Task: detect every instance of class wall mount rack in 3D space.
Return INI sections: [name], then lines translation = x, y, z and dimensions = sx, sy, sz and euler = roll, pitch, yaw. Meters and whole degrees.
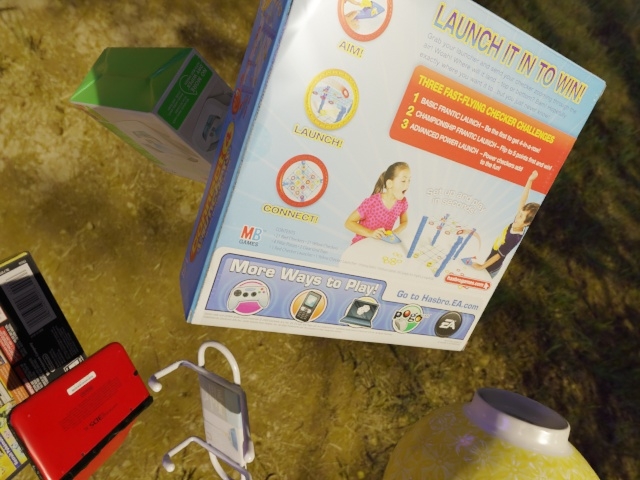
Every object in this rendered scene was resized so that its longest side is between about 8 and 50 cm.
[wall mount rack]
translation = -0.189, 0.379, 0.845
dimensions = 0.130, 0.304, 0.350
euler = -25, 121, -48

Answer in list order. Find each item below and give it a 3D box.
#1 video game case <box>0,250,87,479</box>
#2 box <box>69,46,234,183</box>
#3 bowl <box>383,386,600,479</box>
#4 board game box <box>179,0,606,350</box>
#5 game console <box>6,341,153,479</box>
[video game case]
translation = -0.460, 0.190, 0.631
dimensions = 0.248, 0.035, 0.275
euler = -49, 127, -56
[box]
translation = -0.248, -0.209, 0.788
dimensions = 0.127, 0.262, 0.231
euler = -62, 144, -13
[bowl]
translation = 0.239, 0.288, 0.587
dimensions = 0.289, 0.289, 0.156
euler = 11, 94, -32
[board game box]
translation = 0.063, -0.055, 0.419
dimensions = 0.308, 0.302, 0.086
euler = 13, 19, -28
[game console]
translation = -0.253, 0.196, 0.467
dimensions = 0.124, 0.085, 0.144
euler = 64, 19, -7
